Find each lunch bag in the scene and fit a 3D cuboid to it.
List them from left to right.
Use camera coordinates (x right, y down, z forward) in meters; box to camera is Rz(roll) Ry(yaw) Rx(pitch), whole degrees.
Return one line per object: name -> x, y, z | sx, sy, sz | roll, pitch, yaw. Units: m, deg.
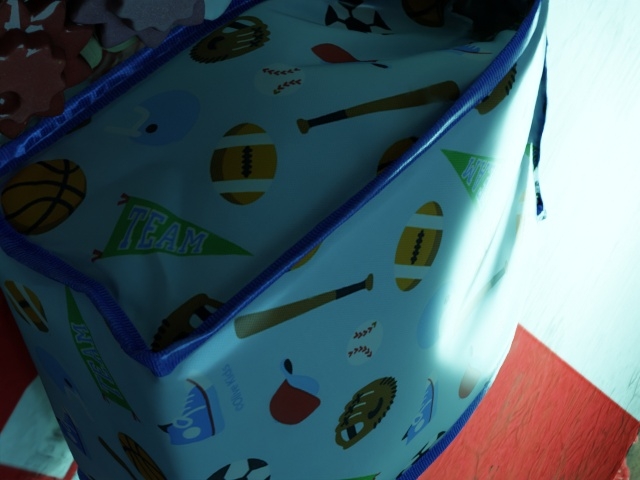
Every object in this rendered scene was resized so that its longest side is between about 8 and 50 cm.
lunch bag -> 0.000, 0.000, 1.013 | 0.385, 0.239, 0.328 | -39, 147, -21

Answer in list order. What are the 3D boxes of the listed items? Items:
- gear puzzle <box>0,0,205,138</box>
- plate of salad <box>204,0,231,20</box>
gear puzzle -> -0.195, -0.075, 0.688 | 0.339, 0.044, 0.175 | -34, 144, -2
plate of salad -> -0.045, -0.222, 0.866 | 0.200, 0.048, 0.199 | 5, 90, -81
